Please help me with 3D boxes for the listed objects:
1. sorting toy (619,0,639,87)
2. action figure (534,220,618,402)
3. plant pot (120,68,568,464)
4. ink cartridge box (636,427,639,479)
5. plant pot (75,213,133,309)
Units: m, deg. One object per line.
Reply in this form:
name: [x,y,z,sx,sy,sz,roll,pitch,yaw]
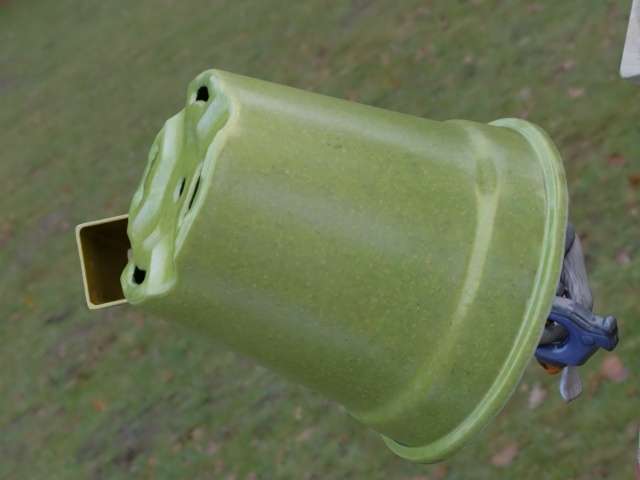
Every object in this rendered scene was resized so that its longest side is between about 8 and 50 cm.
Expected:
sorting toy: [0.414,-0.262,1.380,0.257,0.089,0.255,-8,63,51]
action figure: [0.147,0.032,1.579,0.330,0.341,0.178,90,-157,-57]
plant pot: [0.000,0.000,1.140,0.276,0.254,0.276,-51,28,42]
ink cartridge box: [0.292,0.125,1.060,0.117,0.283,0.207,-1,20,2]
plant pot: [-0.172,0.021,1.456,0.081,0.081,0.083,-12,-8,13]
